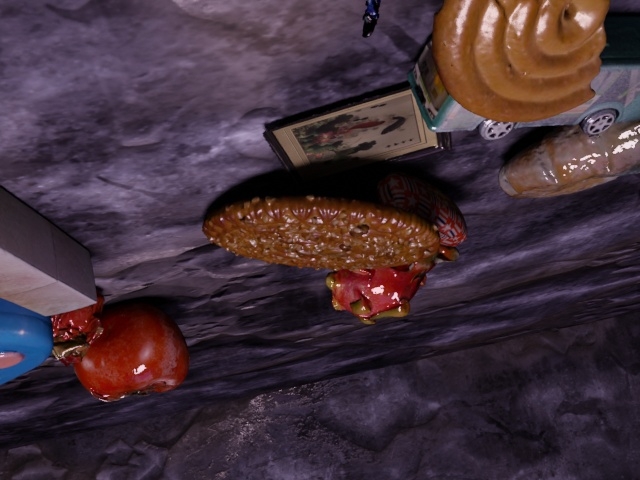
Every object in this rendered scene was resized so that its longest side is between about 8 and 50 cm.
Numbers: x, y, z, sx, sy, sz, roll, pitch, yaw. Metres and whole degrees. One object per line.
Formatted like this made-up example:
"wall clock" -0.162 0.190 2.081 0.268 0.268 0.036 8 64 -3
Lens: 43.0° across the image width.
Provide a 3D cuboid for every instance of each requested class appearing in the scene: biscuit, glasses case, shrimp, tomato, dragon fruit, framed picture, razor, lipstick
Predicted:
"biscuit" 0.000 0.000 1.033 0.305 0.038 0.305 4 167 1
"glasses case" 0.139 -0.045 1.066 0.049 0.073 0.194 -32 152 24
"shrimp" 0.421 -0.134 0.966 0.446 0.110 0.221 -22 166 36
"tomato" -0.304 0.180 1.311 0.187 0.151 0.187 -19 164 -6
"dragon fruit" 0.111 0.046 1.243 0.208 0.150 0.133 -20 130 5
"framed picture" 0.048 -0.113 0.902 0.195 0.010 0.199 -15 162 7
"dragon fruit" -0.352 0.124 1.184 0.083 0.106 0.162 -11 159 -9
"biscuit" 0.157 -0.167 0.634 0.144 0.033 0.224 -22 140 -3
"razor" 0.061 -0.211 0.586 0.028 0.044 0.154 22 148 -16
"lipstick" -0.345 0.003 0.864 0.076 0.079 0.371 -15 163 2

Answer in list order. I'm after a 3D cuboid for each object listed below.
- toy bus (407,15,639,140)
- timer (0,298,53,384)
"toy bus" 0.218 -0.158 0.770 0.262 0.091 0.109 -7 151 -22
"timer" -0.534 0.124 1.020 0.309 0.115 0.340 -26 154 33
